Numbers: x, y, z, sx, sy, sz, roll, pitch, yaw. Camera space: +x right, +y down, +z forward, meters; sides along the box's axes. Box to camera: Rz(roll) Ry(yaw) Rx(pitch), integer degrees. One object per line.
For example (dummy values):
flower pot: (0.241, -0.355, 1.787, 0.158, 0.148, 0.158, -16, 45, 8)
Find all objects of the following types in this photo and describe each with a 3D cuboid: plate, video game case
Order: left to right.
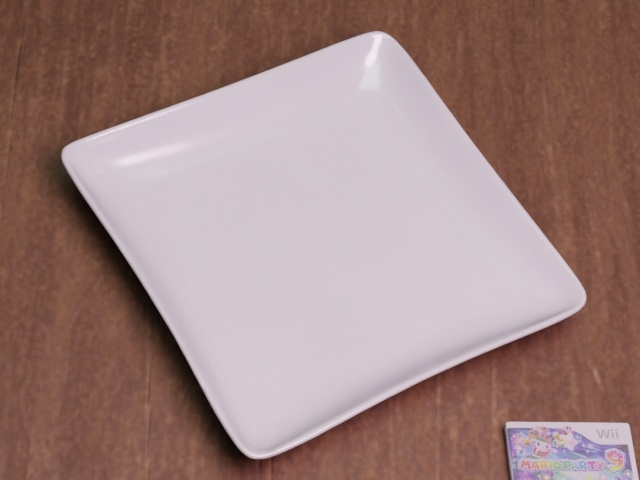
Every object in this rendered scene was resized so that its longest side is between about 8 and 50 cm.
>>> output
plate: (0.000, 0.000, 1.325, 0.278, 0.045, 0.277, -23, 62, -23)
video game case: (0.170, 0.175, 1.253, 0.087, 0.011, 0.122, 1, 56, -8)
